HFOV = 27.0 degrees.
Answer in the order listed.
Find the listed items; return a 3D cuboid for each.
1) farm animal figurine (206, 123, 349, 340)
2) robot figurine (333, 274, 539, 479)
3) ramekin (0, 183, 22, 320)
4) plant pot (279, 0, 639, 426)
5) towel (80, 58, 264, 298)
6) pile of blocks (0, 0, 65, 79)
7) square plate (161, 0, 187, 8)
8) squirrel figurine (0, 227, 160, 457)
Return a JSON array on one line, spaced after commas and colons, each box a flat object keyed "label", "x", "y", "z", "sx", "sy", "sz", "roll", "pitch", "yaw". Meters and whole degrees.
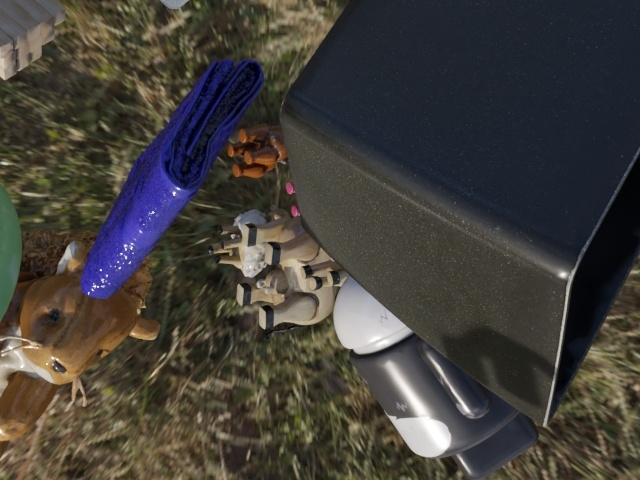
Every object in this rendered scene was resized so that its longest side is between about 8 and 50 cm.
[{"label": "farm animal figurine", "x": 0.000, "y": 0.000, "z": 1.839, "sx": 0.172, "sy": 0.327, "sz": 0.330, "roll": -8, "pitch": 47, "yaw": -30}, {"label": "robot figurine", "x": 0.136, "y": 0.131, "z": 1.509, "sx": 0.173, "sy": 0.209, "sz": 0.278, "roll": -42, "pitch": 103, "yaw": -37}, {"label": "ramekin", "x": -0.406, "y": -0.002, "z": 1.050, "sx": 0.303, "sy": 0.148, "sz": 0.303, "roll": -7, "pitch": 52, "yaw": 9}, {"label": "plant pot", "x": 0.086, "y": -0.050, "z": 0.672, "sx": 0.167, "sy": 0.187, "sz": 0.188, "roll": 26, "pitch": 68, "yaw": 18}, {"label": "towel", "x": -0.193, "y": -0.076, "z": 1.618, "sx": 0.076, "sy": 0.308, "sz": 0.228, "roll": 35, "pitch": 50, "yaw": -8}, {"label": "pile of blocks", "x": -0.500, "y": -0.300, "z": 1.681, "sx": 0.362, "sy": 0.113, "sz": 0.149, "roll": 20, "pitch": 53, "yaw": 3}, {"label": "square plate", "x": -0.138, "y": -0.385, "z": 0.978, "sx": 0.344, "sy": 0.049, "sz": 0.347, "roll": 50, "pitch": 133, "yaw": -5}, {"label": "squirrel figurine", "x": -0.405, "y": 0.096, "z": 1.947, "sx": 0.370, "sy": 0.397, "sz": 0.281, "roll": -24, "pitch": 115, "yaw": 36}]
